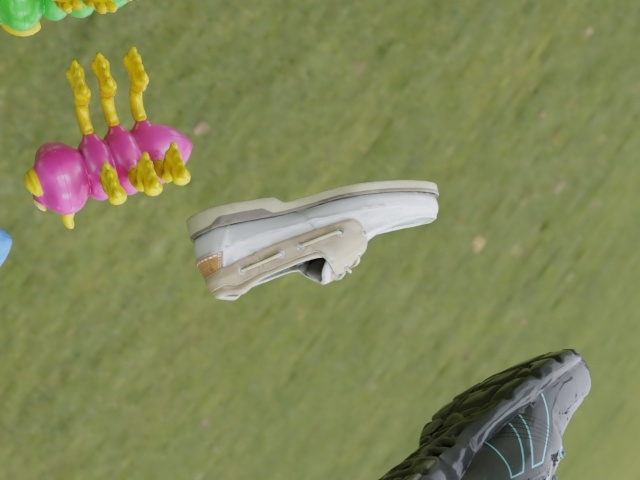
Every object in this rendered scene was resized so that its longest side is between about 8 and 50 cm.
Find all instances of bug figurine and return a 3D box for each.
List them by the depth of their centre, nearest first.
[{"bbox_3d":[-0.184,-0.079,0.866,0.216,0.279,0.072,-12,153,-14],"label":"bug figurine"}]

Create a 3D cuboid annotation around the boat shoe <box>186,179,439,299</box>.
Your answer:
[{"bbox_3d":[0.000,0.000,1.880,0.302,0.103,0.113,-10,168,-15],"label":"boat shoe"}]

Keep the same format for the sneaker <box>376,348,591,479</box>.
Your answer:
[{"bbox_3d":[0.109,0.168,1.104,0.267,0.106,0.101,-36,-175,-40],"label":"sneaker"}]
